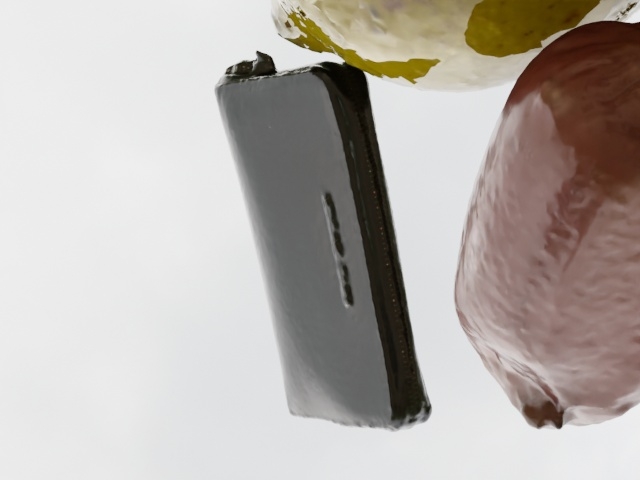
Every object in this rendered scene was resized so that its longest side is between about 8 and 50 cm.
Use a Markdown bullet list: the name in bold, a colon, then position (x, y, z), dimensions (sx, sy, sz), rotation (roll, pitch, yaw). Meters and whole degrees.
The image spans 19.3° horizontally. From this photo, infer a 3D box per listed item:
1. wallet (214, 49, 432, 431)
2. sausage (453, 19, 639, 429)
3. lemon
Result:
- **wallet**: position (0.000, 0.000, 1.195), dimensions (0.044, 0.149, 0.250), rotation (-16, -80, -32)
- **sausage**: position (0.147, -0.013, 1.004), dimensions (0.148, 0.254, 0.148), rotation (10, -134, -10)
- **lemon**: position (0.083, -0.216, 1.068), dimensions (0.258, 0.310, 0.258), rotation (34, -144, -29)
